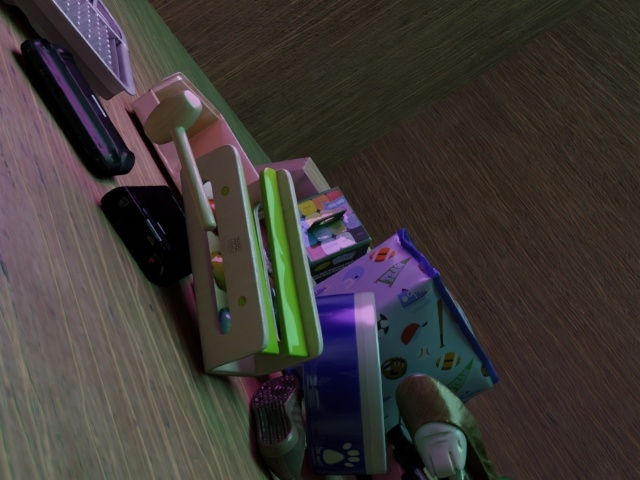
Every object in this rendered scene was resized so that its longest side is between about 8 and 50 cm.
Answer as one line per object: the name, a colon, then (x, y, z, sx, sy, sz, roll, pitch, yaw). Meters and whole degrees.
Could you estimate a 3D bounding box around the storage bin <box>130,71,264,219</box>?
storage bin: (-0.221, -0.154, 1.365, 0.262, 0.123, 0.260, 59, 4, 13)

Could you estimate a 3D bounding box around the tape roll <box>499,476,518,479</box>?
tape roll: (0.364, 0.633, 1.375, 0.321, 0.077, 0.321, -1, 91, -58)

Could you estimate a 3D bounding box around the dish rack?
dish rack: (-0.410, -0.369, 1.099, 0.285, 0.072, 0.333, 56, 4, -38)

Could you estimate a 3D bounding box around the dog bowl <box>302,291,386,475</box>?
dog bowl: (0.037, 0.211, 1.044, 0.265, 0.104, 0.264, -4, 90, -86)

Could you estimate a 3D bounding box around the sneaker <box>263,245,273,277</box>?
sneaker: (-0.083, 0.066, 1.677, 0.166, 0.076, 0.065, 54, 6, -41)

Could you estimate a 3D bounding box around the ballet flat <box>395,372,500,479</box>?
ballet flat: (0.228, 0.381, 1.193, 0.342, 0.116, 0.124, 61, 22, -24)

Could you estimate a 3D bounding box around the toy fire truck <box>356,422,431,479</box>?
toy fire truck: (0.170, 0.485, 1.228, 0.246, 0.158, 0.217, 46, 6, -13)

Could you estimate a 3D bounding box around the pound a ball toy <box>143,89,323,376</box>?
pound a ball toy: (-0.131, 0.001, 0.884, 0.208, 0.136, 0.319, 19, 53, -54)

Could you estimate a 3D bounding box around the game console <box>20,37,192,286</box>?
game console: (-0.273, -0.106, 0.943, 0.361, 0.044, 0.213, 59, 4, -3)

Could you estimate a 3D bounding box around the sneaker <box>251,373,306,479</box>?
sneaker: (-0.052, 0.243, 0.913, 0.188, 0.066, 0.071, -90, 164, -73)

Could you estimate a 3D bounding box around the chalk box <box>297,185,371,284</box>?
chalk box: (0.000, 0.000, 1.758, 0.179, 0.180, 0.289, 59, -21, 25)

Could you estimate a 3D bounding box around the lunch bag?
lunch bag: (0.136, 0.224, 1.365, 0.385, 0.328, 0.239, 54, 7, -30)

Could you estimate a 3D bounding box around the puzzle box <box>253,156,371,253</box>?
puzzle box: (-0.045, -0.056, 1.993, 0.409, 0.272, 0.052, 55, 47, -34)

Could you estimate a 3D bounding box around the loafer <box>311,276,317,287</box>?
loafer: (0.002, 0.194, 1.573, 0.319, 0.112, 0.111, 51, 7, 16)

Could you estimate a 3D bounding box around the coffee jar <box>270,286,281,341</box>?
coffee jar: (-0.101, 0.101, 1.044, 0.184, 0.096, 0.079, 54, 3, -34)
